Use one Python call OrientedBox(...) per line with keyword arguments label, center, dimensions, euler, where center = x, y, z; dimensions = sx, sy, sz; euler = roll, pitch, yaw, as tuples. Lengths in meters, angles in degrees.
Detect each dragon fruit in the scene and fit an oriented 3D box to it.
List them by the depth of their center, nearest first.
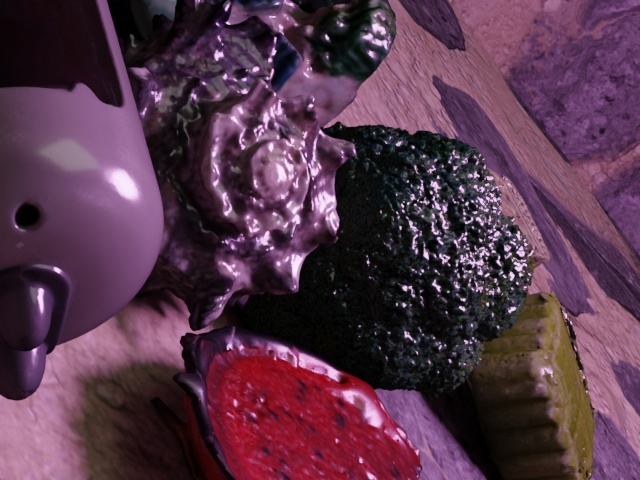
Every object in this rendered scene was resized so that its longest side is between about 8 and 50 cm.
OrientedBox(label="dragon fruit", center=(-0.029, 0.184, 1.092), dimensions=(0.282, 0.100, 0.343), euler=(48, 17, -12))

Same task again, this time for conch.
OrientedBox(label="conch", center=(-0.092, -0.079, 1.184), dimensions=(0.186, 0.241, 0.313), euler=(102, -26, -68))

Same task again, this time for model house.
OrientedBox(label="model house", center=(-0.117, -0.262, 1.437), dimensions=(0.284, 0.243, 0.298), euler=(31, 18, -39))

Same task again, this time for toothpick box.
OrientedBox(label="toothpick box", center=(-0.222, -0.054, 0.913), dimensions=(0.229, 0.229, 0.316), euler=(29, 33, -50))

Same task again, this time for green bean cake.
OrientedBox(label="green bean cake", center=(0.253, 0.186, 1.641), dimensions=(0.200, 0.113, 0.214), euler=(-67, 141, -59))

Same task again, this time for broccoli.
OrientedBox(label="broccoli", center=(0.046, 0.027, 1.359), dimensions=(0.297, 0.298, 0.297), euler=(59, -20, 14))

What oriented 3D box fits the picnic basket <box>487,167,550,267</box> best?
OrientedBox(label="picnic basket", center=(0.153, 0.015, 1.647), dimensions=(0.154, 0.196, 0.134), euler=(27, 33, -54))
